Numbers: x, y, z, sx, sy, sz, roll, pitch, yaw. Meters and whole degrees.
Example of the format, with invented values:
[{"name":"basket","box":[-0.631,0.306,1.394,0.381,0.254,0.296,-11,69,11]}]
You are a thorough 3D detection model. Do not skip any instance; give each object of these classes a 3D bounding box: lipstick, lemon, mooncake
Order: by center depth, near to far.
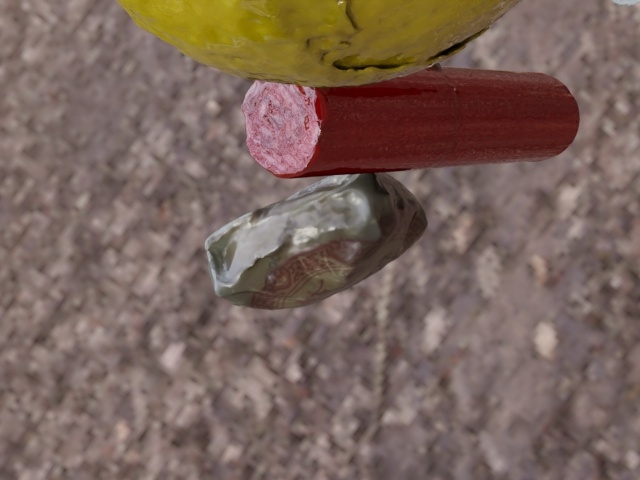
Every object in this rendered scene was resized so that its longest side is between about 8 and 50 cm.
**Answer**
[{"name":"lemon","box":[0.004,-0.161,0.735,0.204,0.204,0.260,-34,-3,33]},{"name":"lipstick","box":[0.065,-0.079,1.210,0.073,0.280,0.073,3,95,39]},{"name":"mooncake","box":[0.000,0.000,1.245,0.130,0.073,0.125,-27,-3,17]}]

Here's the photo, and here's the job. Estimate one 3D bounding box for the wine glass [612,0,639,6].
[{"name":"wine glass","box":[0.241,-0.224,1.184,0.074,0.074,0.262,-26,8,42]}]
